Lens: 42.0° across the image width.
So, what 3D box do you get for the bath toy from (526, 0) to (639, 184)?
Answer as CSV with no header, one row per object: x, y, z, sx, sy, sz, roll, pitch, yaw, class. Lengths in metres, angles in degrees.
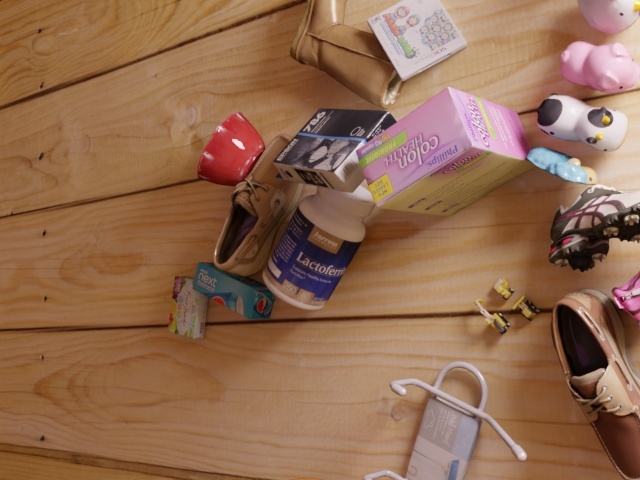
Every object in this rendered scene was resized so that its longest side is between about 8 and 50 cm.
0.453,-0.269,1.376,0.151,0.129,0.348,17,99,15,bath toy

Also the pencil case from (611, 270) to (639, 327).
0.552,0.040,1.293,0.209,0.098,0.095,-52,40,23,pencil case

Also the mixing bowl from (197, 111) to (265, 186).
-0.189,-0.191,1.902,0.098,0.181,0.181,33,110,9,mixing bowl

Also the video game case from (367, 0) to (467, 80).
0.188,-0.407,1.635,0.143,0.019,0.157,-28,67,4,video game case

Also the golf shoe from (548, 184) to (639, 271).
0.467,-0.048,1.339,0.273,0.105,0.120,-35,47,51,golf shoe

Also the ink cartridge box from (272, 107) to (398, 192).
0.013,-0.186,1.664,0.165,0.065,0.332,-50,27,-14,ink cartridge box

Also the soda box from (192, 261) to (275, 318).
-0.203,0.115,1.942,0.210,0.067,0.071,23,102,39,soda box

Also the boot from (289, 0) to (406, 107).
0.082,-0.429,1.732,0.269,0.089,0.236,32,110,34,boot

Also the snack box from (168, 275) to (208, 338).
-0.324,0.164,2.060,0.100,0.037,0.141,9,93,39,snack box

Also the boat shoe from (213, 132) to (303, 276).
-0.136,-0.083,1.850,0.121,0.110,0.341,22,92,34,boat shoe

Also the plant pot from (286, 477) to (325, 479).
0.022,0.601,1.636,0.291,0.203,0.291,-2,86,39,plant pot

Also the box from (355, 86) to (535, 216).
0.228,-0.148,1.484,0.213,0.243,0.117,-32,68,35,box

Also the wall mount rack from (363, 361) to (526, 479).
0.236,0.410,1.517,0.304,0.130,0.350,22,102,38,wall mount rack

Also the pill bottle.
0.000,0.000,1.723,0.153,0.153,0.265,42,114,33,pill bottle

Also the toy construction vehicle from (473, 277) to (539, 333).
0.334,0.122,1.513,0.086,0.035,0.098,-51,58,25,toy construction vehicle

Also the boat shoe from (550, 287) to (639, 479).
0.451,0.237,1.348,0.123,0.116,0.324,-36,64,41,boat shoe
